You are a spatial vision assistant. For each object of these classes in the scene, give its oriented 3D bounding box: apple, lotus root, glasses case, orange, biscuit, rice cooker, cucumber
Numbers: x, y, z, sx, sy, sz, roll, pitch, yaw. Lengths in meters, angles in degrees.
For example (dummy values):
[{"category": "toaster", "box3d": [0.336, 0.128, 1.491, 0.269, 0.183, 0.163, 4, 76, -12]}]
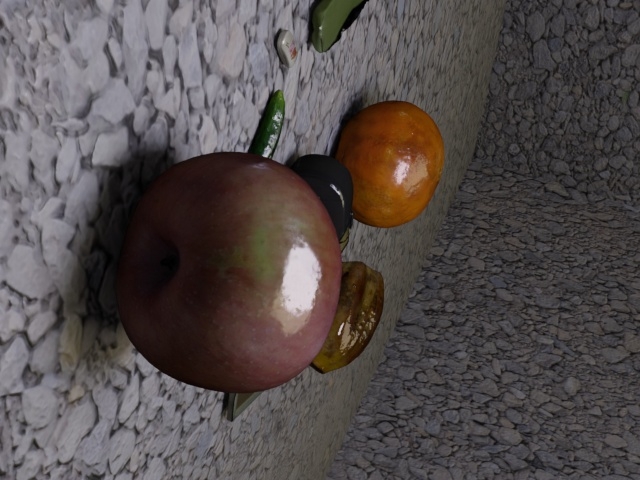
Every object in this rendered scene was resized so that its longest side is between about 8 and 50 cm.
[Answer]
[{"category": "apple", "box3d": [-0.116, 0.042, 1.030, 0.235, 0.306, 0.305, 6, 105, -50]}, {"category": "lotus root", "box3d": [0.039, 0.190, 2.056, 0.193, 0.193, 0.290, 80, 30, -64]}, {"category": "glasses case", "box3d": [-0.052, -0.300, 1.310, 0.083, 0.021, 0.032, 62, 51, -71]}, {"category": "orange", "box3d": [0.151, -0.167, 1.824, 0.284, 0.226, 0.283, 17, 90, -75]}, {"category": "biscuit", "box3d": [0.056, -0.446, 1.485, 0.099, 0.038, 0.322, 89, 26, -48]}, {"category": "rice cooker", "box3d": [-0.006, -0.070, 1.564, 0.203, 0.142, 0.118, 91, 13, -49]}, {"category": "cucumber", "box3d": [-0.087, -0.160, 1.342, 0.039, 0.039, 0.167, 34, 75, -76]}]

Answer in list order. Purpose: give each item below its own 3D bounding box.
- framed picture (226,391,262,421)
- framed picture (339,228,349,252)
[{"category": "framed picture", "box3d": [-0.102, 0.176, 1.692, 0.247, 0.022, 0.335, -39, 145, -51]}, {"category": "framed picture", "box3d": [0.000, 0.000, 1.885, 0.347, 0.016, 0.264, -54, 154, -47]}]
